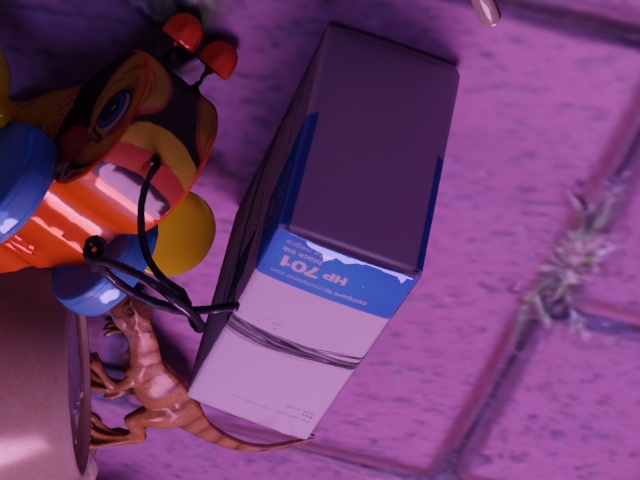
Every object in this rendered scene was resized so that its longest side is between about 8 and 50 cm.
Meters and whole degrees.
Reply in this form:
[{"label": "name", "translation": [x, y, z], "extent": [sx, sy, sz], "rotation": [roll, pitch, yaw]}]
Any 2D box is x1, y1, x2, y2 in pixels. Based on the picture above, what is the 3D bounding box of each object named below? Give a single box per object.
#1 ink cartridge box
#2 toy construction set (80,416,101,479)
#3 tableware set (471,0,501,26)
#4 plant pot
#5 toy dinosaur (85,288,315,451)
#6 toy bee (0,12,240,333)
[{"label": "ink cartridge box", "translation": [0.000, 0.000, 1.025], "extent": [0.082, 0.140, 0.191], "rotation": [20, 144, -9]}, {"label": "toy construction set", "translation": [-0.287, 0.197, 1.392], "extent": [0.327, 0.151, 0.215], "rotation": [-6, 143, 5]}, {"label": "tableware set", "translation": [0.068, -0.179, 0.843], "extent": [0.128, 0.039, 0.194], "rotation": [13, 145, -3]}, {"label": "plant pot", "translation": [-0.286, 0.089, 1.172], "extent": [0.274, 0.256, 0.256], "rotation": [-3, 144, 0]}, {"label": "toy dinosaur", "translation": [-0.103, 0.112, 1.279], "extent": [0.112, 0.064, 0.211], "rotation": [-10, 140, 26]}, {"label": "toy bee", "translation": [-0.110, -0.040, 1.020], "extent": [0.298, 0.162, 0.195], "rotation": [19, 162, 35]}]
